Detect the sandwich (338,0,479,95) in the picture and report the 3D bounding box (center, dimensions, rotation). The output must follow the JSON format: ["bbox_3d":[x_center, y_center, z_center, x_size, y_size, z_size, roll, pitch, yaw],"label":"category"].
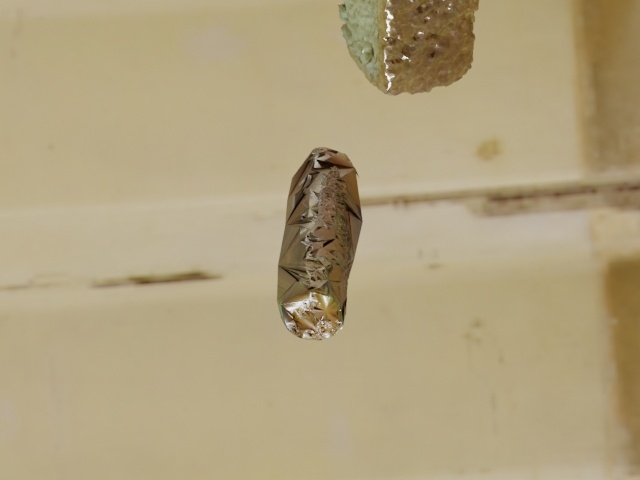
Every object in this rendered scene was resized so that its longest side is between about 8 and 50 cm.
[{"bbox_3d":[0.031,-0.282,1.227,0.254,0.100,0.288,52,158,35],"label":"sandwich"}]

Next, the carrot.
[{"bbox_3d":[-0.001,0.000,1.404,0.228,0.069,0.069,-84,-15,-55],"label":"carrot"}]
